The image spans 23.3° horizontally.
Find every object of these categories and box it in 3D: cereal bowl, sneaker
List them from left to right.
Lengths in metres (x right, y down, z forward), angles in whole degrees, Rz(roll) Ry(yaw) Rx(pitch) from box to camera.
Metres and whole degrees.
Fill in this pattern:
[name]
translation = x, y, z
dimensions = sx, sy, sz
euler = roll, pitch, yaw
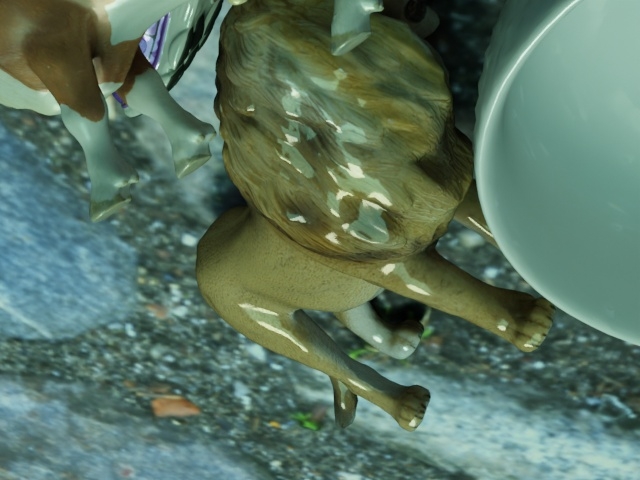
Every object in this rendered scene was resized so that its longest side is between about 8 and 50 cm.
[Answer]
[sneaker]
translation = -0.092, -0.144, 0.873
dimensions = 0.071, 0.068, 0.170
euler = 27, 133, 4
[cereal bowl]
translation = 0.247, -0.086, 0.783
dimensions = 0.339, 0.141, 0.339
euler = 5, 141, 4

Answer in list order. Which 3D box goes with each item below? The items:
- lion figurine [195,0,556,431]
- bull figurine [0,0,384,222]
[lion figurine]
translation = 0.000, 0.000, 0.960
dimensions = 0.240, 0.142, 0.392
euler = 27, 144, -9
[bull figurine]
translation = -0.095, -0.131, 0.759
dimensions = 0.310, 0.101, 0.188
euler = -37, 86, 19
